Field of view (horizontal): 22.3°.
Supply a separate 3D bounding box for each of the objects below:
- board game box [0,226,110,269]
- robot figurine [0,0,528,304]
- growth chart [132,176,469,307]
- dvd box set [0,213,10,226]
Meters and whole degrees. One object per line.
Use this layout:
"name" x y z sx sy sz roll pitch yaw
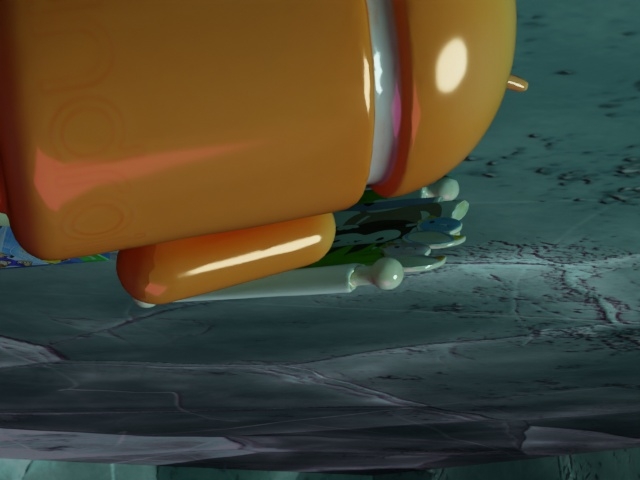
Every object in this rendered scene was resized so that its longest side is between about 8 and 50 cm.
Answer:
"board game box" -0.227 -0.018 0.970 0.136 0.035 0.201 -5 167 16
"robot figurine" -0.034 -0.064 0.510 0.219 0.158 0.128 -11 178 -11
"growth chart" 0.000 0.000 0.902 0.172 0.021 0.237 -7 -169 16
"dvd box set" -0.193 -0.068 0.690 0.420 0.062 0.307 3 167 -15
